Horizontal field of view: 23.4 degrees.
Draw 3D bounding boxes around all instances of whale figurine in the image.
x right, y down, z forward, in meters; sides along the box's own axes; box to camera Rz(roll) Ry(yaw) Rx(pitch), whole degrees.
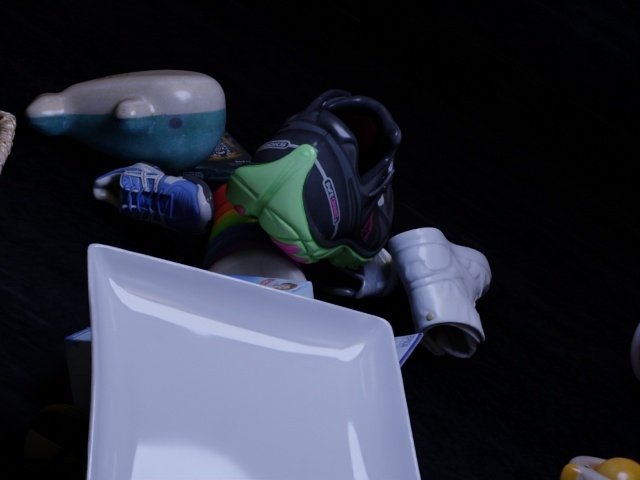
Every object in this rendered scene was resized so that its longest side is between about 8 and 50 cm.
[{"bbox_3d":[-0.264,-0.157,2.113,0.272,0.141,0.216,-5,11,-8],"label":"whale figurine"}]

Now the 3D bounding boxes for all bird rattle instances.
[{"bbox_3d":[0.420,0.324,1.989,0.207,0.143,0.253,24,17,26],"label":"bird rattle"}]

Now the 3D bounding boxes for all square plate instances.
[{"bbox_3d":[-0.067,0.172,1.480,0.344,0.049,0.347,15,39,-21],"label":"square plate"}]

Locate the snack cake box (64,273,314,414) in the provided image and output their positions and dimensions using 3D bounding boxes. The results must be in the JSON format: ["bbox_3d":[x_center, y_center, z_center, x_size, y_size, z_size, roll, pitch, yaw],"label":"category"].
[{"bbox_3d":[-0.135,0.114,1.694,0.152,0.089,0.264,2,15,32],"label":"snack cake box"}]

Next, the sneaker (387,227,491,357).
[{"bbox_3d":[0.184,0.094,2.195,0.292,0.108,0.169,24,49,-63],"label":"sneaker"}]

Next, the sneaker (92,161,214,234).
[{"bbox_3d":[-0.214,-0.049,1.996,0.081,0.080,0.211,-11,17,-40],"label":"sneaker"}]

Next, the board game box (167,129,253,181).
[{"bbox_3d":[-0.186,-0.133,2.276,0.186,0.026,0.126,-1,39,-48],"label":"board game box"}]

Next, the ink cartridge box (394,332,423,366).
[{"bbox_3d":[-0.010,0.161,1.738,0.224,0.045,0.223,-4,12,18],"label":"ink cartridge box"}]

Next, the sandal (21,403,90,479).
[{"bbox_3d":[-0.159,0.260,1.481,0.303,0.120,0.086,40,13,21],"label":"sandal"}]

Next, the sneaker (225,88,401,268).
[{"bbox_3d":[0.036,-0.084,1.990,0.185,0.202,0.483,43,10,4],"label":"sneaker"}]

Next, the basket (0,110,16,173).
[{"bbox_3d":[-0.457,-0.030,1.556,0.213,0.223,0.299,25,26,-13],"label":"basket"}]

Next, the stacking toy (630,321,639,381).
[{"bbox_3d":[0.640,0.298,2.160,0.351,0.350,0.480,19,46,-23],"label":"stacking toy"}]

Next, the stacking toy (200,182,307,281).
[{"bbox_3d":[-0.094,0.016,2.001,0.141,0.141,0.330,24,20,-15],"label":"stacking toy"}]

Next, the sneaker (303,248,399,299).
[{"bbox_3d":[0.000,0.000,2.168,0.229,0.086,0.132,41,29,19],"label":"sneaker"}]
